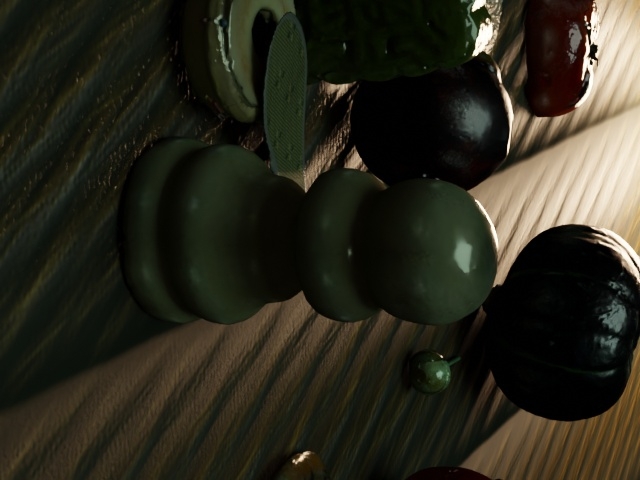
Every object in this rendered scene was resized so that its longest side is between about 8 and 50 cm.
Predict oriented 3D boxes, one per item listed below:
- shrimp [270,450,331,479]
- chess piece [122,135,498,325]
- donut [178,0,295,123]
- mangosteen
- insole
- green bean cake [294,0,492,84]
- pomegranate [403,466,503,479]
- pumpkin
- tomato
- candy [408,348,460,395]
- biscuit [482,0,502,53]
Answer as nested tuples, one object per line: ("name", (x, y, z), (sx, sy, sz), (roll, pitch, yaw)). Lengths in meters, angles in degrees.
("shrimp", (-0.013, 0.365, 1.710), (0.198, 0.051, 0.262), (-18, 106, -63))
("chess piece", (0.000, 0.000, 1.373), (0.182, 0.330, 0.182), (-16, 108, -62))
("donut", (-0.081, -0.200, 1.484), (0.174, 0.068, 0.174), (3, 90, -67))
("mangosteen", (0.132, -0.149, 1.786), (0.210, 0.210, 0.210), (-13, 105, -63))
("insole", (-0.033, -0.106, 1.560), (0.322, 0.007, 0.109), (88, 25, -47))
("green bean cake", (0.056, -0.291, 1.582), (0.125, 0.222, 0.248), (-33, 116, -68))
("pomegranate", (0.155, 0.396, 1.903), (0.235, 0.210, 0.210), (-53, 170, 30))
("pumpkin", (0.354, 0.121, 2.239), (0.315, 0.238, 0.315), (18, 90, -76))
("tomato", (0.401, -0.311, 2.430), (0.228, 0.101, 0.228), (3, 90, -67))
("candy", (0.166, 0.171, 2.070), (0.202, 0.061, 0.061), (-9, 101, -72))
("biscuit", (0.227, -0.335, 2.154), (0.152, 0.020, 0.152), (-16, 109, -62))
